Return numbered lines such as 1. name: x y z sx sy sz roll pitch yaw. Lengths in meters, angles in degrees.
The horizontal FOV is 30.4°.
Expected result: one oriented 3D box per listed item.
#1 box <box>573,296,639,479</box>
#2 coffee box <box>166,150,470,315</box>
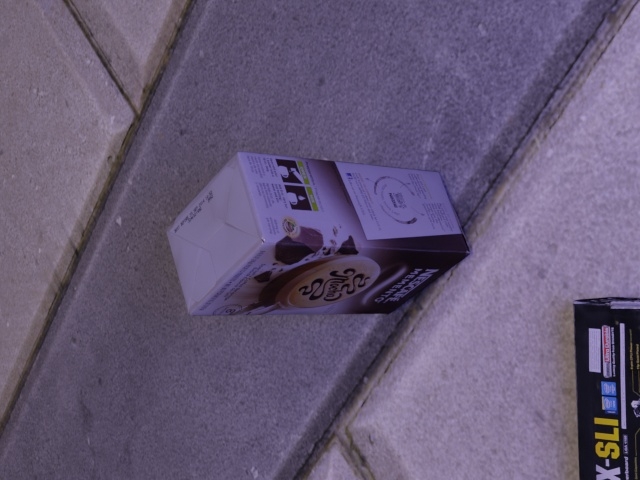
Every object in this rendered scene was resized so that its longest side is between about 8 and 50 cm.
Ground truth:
1. box: 0.364 0.213 1.097 0.257 0.079 0.321 -4 87 52
2. coffee box: 0.000 0.000 1.354 0.168 0.297 0.118 -43 56 43
